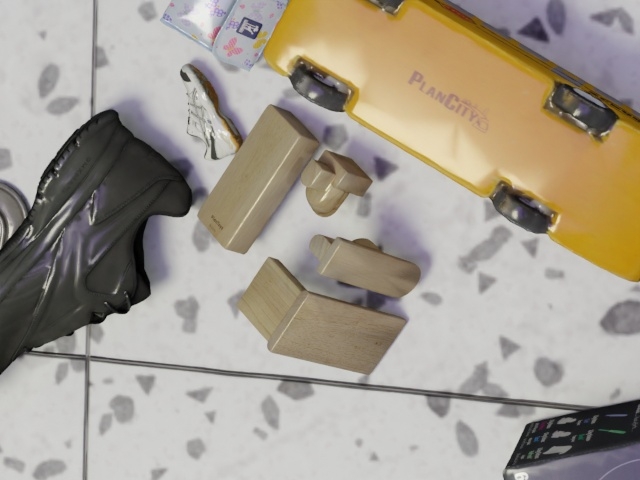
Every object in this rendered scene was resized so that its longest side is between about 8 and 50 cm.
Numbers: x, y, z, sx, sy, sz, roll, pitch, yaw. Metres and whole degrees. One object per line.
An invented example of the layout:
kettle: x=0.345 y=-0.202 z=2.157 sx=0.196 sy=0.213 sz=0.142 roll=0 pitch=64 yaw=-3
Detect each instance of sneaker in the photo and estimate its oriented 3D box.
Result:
sneaker: x=-0.099 y=-0.103 z=1.515 sx=0.037 sy=0.032 sz=0.083 roll=-28 pitch=91 yaw=16
sneaker: x=-0.214 y=0.037 z=1.524 sx=0.130 sy=0.109 sz=0.286 roll=35 pitch=101 yaw=-9

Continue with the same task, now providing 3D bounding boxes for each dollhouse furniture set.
dollhouse furniture set: x=0.000 y=0.000 z=1.510 sx=0.144 sy=0.123 sz=0.151 roll=-56 pitch=49 yaw=15

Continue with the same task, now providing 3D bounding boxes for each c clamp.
c clamp: x=-0.313 y=0.009 z=1.592 sx=0.160 sy=0.022 sz=0.137 roll=17 pitch=103 yaw=10

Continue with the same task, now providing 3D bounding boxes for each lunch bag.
lunch bag: x=-0.074 y=-0.185 z=1.487 sx=0.083 sy=0.053 sz=0.071 roll=33 pitch=106 yaw=-2

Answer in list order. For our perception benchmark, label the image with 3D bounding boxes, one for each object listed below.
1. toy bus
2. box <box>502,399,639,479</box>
toy bus: x=0.128 y=-0.100 z=1.408 sx=0.332 sy=0.130 sz=0.108 roll=32 pitch=106 yaw=7
box: x=0.294 y=0.205 z=1.408 sx=0.270 sy=0.143 sz=0.165 roll=-14 pitch=96 yaw=15
